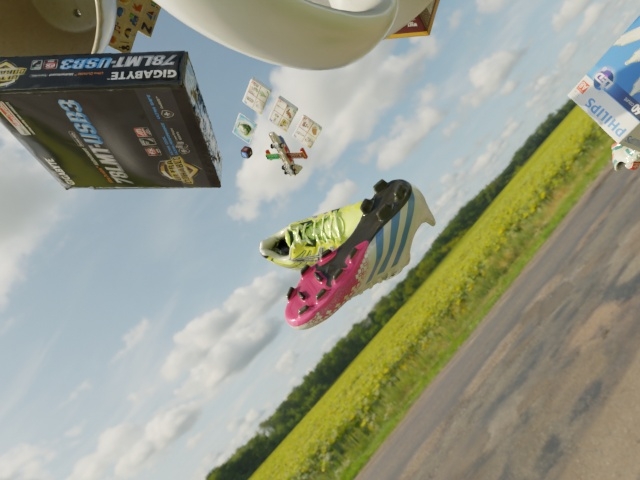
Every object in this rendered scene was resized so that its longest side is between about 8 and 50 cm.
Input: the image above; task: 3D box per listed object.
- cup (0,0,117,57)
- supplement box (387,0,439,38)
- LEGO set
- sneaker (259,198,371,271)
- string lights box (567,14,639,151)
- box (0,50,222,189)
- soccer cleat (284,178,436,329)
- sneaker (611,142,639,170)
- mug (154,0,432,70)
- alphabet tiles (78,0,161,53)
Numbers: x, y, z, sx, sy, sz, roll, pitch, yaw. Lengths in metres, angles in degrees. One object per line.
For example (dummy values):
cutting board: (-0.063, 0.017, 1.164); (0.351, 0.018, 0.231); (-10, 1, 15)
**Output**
cup: (-0.500, -0.442, 0.980); (0.331, 0.331, 0.237); (-53, 11, 27)
supplement box: (0.197, -0.667, 1.502); (0.194, 0.191, 0.129); (36, -112, -53)
LEGO set: (-0.102, -0.243, 1.243); (0.060, 0.182, 0.244); (-58, 3, -34)
sneaker: (0.000, 0.000, 1.406); (0.147, 0.145, 0.384); (6, -24, -45)
string lights box: (0.525, -0.278, 0.826); (0.076, 0.133, 0.260); (7, -47, -37)
box: (-0.328, -0.177, 0.885); (0.293, 0.073, 0.295); (-2, -23, -1)
soccer cleat: (0.081, 0.045, 0.969); (0.331, 0.143, 0.116); (-49, 31, -4)
sneaker: (0.748, -0.205, 1.278); (0.161, 0.057, 0.075); (162, 115, -72)
mug: (-0.059, -0.276, 0.373); (0.328, 0.374, 0.276); (5, -28, -41)
alphabet tiles: (-0.542, -0.641, 1.502); (0.198, 0.009, 0.237); (21, -98, -41)
